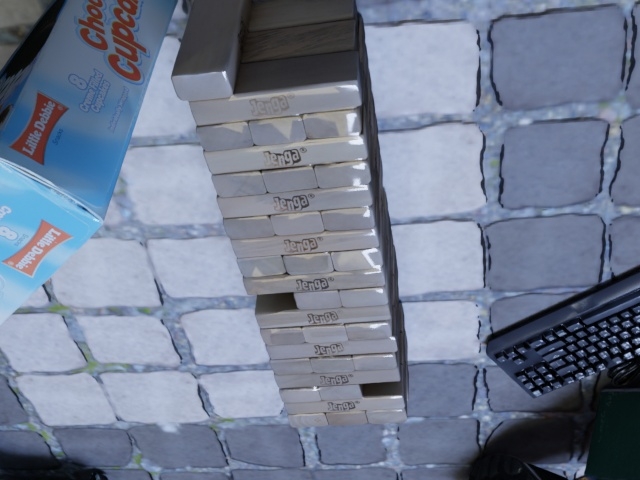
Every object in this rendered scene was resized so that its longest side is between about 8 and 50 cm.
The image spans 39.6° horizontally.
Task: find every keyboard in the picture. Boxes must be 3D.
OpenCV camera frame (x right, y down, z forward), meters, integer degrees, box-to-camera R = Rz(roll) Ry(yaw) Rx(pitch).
[{"bbox_3d":[0.229,0.077,0.682,0.180,0.023,0.108,-31,126,32],"label":"keyboard"}]

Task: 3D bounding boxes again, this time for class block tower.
[{"bbox_3d":[0.000,0.000,0.574,0.097,0.091,0.336,-5,136,9],"label":"block tower"}]

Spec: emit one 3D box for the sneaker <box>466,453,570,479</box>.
[{"bbox_3d":[0.230,0.257,0.738,0.124,0.107,0.283,19,171,-23],"label":"sneaker"}]

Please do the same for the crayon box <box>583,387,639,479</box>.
[{"bbox_3d":[0.376,0.172,0.625,0.203,0.083,0.323,25,160,-20],"label":"crayon box"}]

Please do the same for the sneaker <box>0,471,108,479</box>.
[{"bbox_3d":[-0.293,0.252,0.820,0.151,0.094,0.256,-8,162,17],"label":"sneaker"}]

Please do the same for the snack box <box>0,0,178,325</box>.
[{"bbox_3d":[-0.208,-0.008,0.514,0.060,0.187,0.322,33,129,-26],"label":"snack box"}]

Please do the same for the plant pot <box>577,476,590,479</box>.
[{"bbox_3d":[0.320,0.343,0.830,0.205,0.188,0.205,3,136,3],"label":"plant pot"}]
